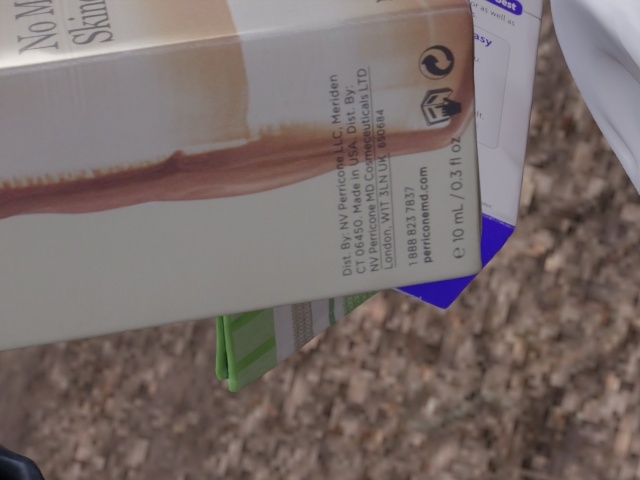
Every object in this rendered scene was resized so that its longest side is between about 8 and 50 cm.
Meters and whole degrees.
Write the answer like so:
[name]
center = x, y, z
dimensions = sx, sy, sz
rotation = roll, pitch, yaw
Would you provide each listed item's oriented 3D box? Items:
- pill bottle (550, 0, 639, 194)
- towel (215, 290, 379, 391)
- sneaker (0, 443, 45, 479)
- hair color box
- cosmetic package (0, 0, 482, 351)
[pill bottle]
center = 0.330, -0.138, 0.846
dimensions = 0.392, 0.224, 0.224
rotation = -32, 9, 0
[towel]
center = 0.000, 0.000, 0.916
dimensions = 0.152, 0.023, 0.113
rotation = -34, -40, -30
[sneaker]
center = -0.235, 0.103, 0.717
dimensions = 0.300, 0.121, 0.111
rotation = 3, -98, -54
[hair color box]
center = 0.042, -0.139, 1.156
dimensions = 0.110, 0.185, 0.339
rotation = 127, 161, -49
[cosmetic package]
center = -0.092, -0.048, 0.744
dimensions = 0.153, 0.296, 0.129
rotation = -114, 16, -59
